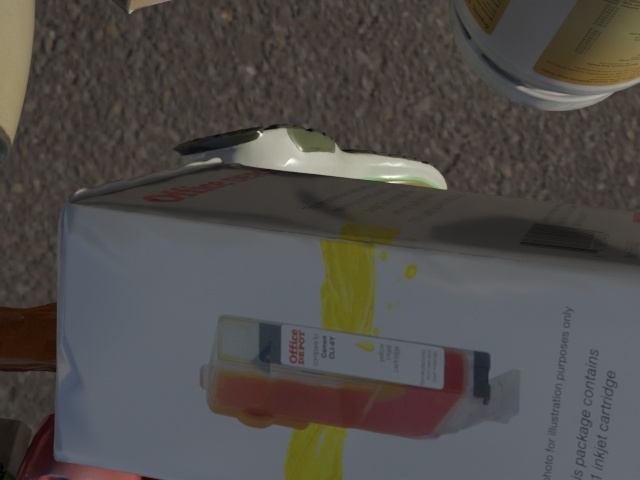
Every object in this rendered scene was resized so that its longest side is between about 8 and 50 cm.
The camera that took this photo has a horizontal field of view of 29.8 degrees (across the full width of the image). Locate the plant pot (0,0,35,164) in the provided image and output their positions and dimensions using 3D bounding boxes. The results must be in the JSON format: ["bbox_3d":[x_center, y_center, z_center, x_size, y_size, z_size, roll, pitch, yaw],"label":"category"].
[{"bbox_3d":[-0.482,-0.228,1.565,0.256,0.274,0.256,-12,155,-6],"label":"plant pot"}]

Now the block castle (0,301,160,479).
[{"bbox_3d":[-0.213,0.235,1.004,0.303,0.213,0.453,-1,147,15],"label":"block castle"}]

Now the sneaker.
[{"bbox_3d":[0.000,0.000,1.207,0.158,0.182,0.410,-2,175,34],"label":"sneaker"}]

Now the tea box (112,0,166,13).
[{"bbox_3d":[-0.157,-0.436,1.054,0.220,0.329,0.323,-27,150,-41],"label":"tea box"}]

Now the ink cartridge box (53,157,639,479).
[{"bbox_3d":[0.069,0.057,0.741,0.384,0.279,0.160,8,100,15],"label":"ink cartridge box"}]

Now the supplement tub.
[{"bbox_3d":[0.236,-0.259,1.000,0.228,0.228,0.316,-4,163,-10],"label":"supplement tub"}]
